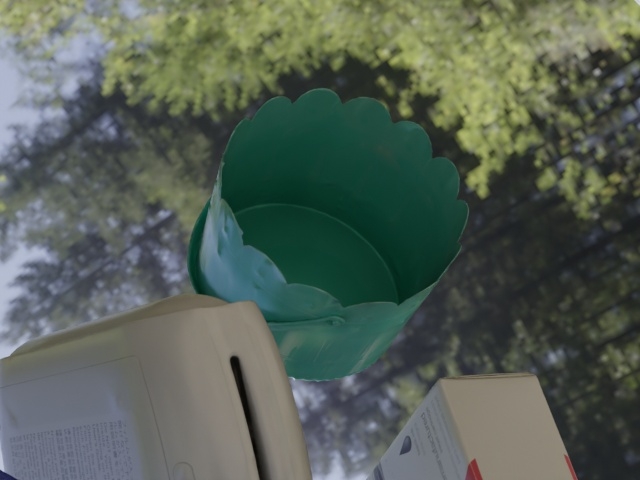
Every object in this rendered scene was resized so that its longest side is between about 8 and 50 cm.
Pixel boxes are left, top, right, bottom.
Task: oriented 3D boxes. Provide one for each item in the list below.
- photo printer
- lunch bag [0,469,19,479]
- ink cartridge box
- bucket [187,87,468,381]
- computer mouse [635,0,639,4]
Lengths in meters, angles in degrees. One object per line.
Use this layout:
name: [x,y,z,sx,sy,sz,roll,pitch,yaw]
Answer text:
photo printer: [-0.107,0.170,0.963,0.107,0.307,0.256,-7,-96,-33]
lunch bag: [-0.092,0.149,0.426,0.221,0.138,0.293,42,164,28]
ink cartridge box: [0.140,0.294,1.451,0.117,0.283,0.207,0,-128,-25]
bucket: [0.000,0.000,1.538,0.281,0.183,0.281,11,-130,-13]
computer mouse: [0.190,-0.094,0.489,0.106,0.193,0.042,-7,-94,-38]
